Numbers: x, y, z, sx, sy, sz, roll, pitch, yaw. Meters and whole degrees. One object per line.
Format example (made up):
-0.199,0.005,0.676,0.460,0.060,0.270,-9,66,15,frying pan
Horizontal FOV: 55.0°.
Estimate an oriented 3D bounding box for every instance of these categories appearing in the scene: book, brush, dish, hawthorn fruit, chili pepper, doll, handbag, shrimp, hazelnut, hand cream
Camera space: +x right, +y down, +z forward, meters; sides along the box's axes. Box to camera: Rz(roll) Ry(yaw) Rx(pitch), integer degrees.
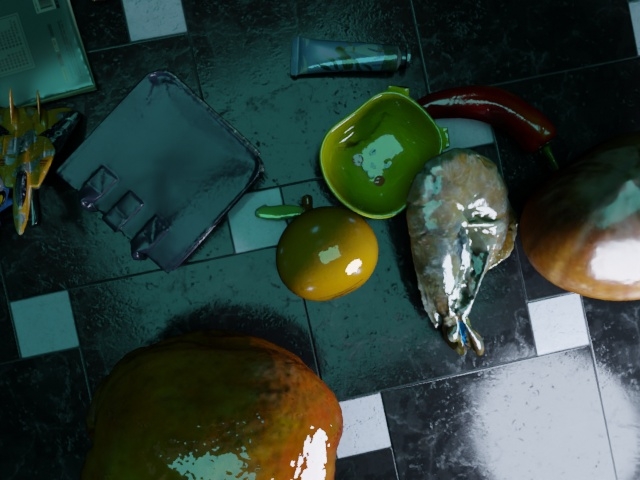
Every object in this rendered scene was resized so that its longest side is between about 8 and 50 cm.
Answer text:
-0.684,-0.389,1.269,0.379,0.031,0.264,-16,91,-3,book
-0.602,-0.124,1.285,0.062,0.016,0.194,-2,90,-3,brush
0.125,-0.179,1.286,0.221,0.108,0.262,44,90,-3,dish
-0.196,0.359,1.106,0.471,0.472,0.472,0,91,-4,hawthorn fruit
0.367,-0.258,1.323,0.368,0.092,0.137,21,111,2,chili pepper
0.000,0.000,1.244,0.213,0.213,0.236,-24,77,-3,doll
-0.320,-0.136,1.252,0.303,0.122,0.329,42,87,-5,handbag
0.288,0.029,1.263,0.221,0.110,0.446,-10,109,-12,shrimp
0.579,-0.046,1.212,0.315,0.372,0.372,39,88,25,hazelnut
0.064,-0.389,1.314,0.256,0.055,0.088,2,86,3,hand cream

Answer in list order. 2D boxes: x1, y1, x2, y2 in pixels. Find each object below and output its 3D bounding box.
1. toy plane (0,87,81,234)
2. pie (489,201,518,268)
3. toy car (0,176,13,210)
-0.573,-0.141,1.194,0.204,0.103,0.316,-1,67,-20,toy plane
0.336,-0.034,1.333,0.195,0.046,0.195,0,90,-4,pie
-0.692,-0.066,1.247,0.097,0.100,0.191,23,109,-4,toy car
